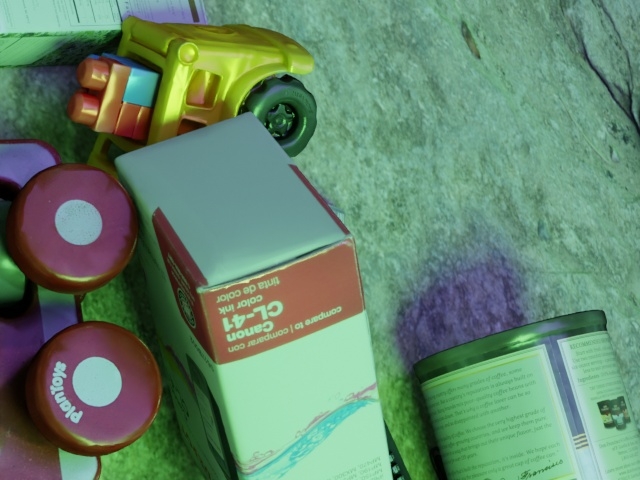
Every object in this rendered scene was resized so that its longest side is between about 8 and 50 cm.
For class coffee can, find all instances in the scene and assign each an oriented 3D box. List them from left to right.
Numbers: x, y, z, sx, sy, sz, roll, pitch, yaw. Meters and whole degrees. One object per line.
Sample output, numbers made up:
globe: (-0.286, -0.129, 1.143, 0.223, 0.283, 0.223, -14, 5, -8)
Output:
coffee can: (0.225, 0.229, 1.549, 0.201, 0.201, 0.275, -5, 76, -45)

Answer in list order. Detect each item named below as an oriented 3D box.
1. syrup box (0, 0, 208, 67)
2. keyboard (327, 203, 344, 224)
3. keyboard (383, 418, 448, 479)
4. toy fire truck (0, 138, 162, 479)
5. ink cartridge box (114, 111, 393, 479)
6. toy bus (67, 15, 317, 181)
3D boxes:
syrup box: (-0.224, -0.214, 1.381, 0.237, 0.093, 0.096, -11, 83, -46)
keyboard: (0.000, 0.000, 1.471, 0.256, 0.014, 0.072, 12, 86, -80)
keyboard: (0.104, 0.305, 1.566, 0.201, 0.033, 0.317, -30, 98, -46)
toy fire truck: (-0.275, 0.069, 1.197, 0.253, 0.169, 0.302, -4, 77, -26)
ink cartridge box: (-0.050, 0.086, 1.255, 0.131, 0.226, 0.306, -19, 125, -16)
toy bus: (-0.133, -0.086, 1.351, 0.211, 0.149, 0.220, 5, 106, -38)
